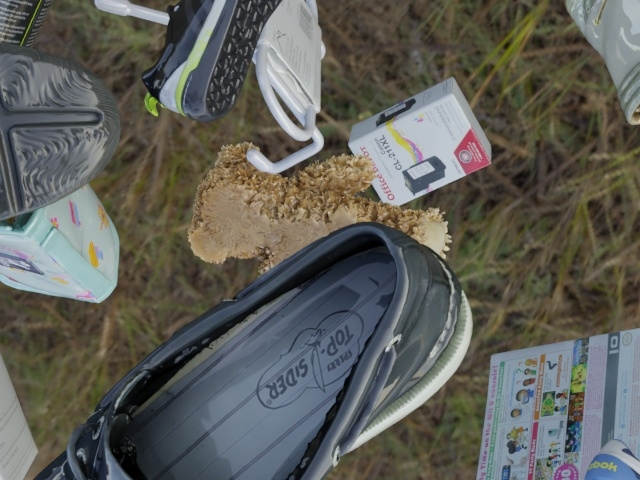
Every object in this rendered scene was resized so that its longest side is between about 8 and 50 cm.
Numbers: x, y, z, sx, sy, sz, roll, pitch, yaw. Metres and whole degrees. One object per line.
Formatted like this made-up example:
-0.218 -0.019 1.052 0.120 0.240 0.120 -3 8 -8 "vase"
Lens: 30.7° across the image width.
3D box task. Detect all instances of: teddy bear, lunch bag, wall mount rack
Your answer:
0.000 0.000 1.484 0.337 0.113 0.245 2 100 -6 "teddy bear"
-0.347 -0.052 1.309 0.262 0.160 0.223 49 173 26 "lunch bag"
-0.107 -0.254 1.380 0.130 0.350 0.304 -25 127 22 "wall mount rack"

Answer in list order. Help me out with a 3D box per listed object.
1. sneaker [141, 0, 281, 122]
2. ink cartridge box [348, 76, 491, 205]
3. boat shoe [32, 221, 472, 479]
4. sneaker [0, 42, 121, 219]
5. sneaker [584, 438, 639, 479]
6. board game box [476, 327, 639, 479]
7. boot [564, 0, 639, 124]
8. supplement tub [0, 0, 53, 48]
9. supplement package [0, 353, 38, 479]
-0.104 -0.225 1.103 0.097 0.235 0.084 21 173 26 "sneaker"
0.147 -0.140 1.719 0.175 0.072 0.127 -25 112 19 "ink cartridge box"
-0.067 0.111 0.587 0.127 0.340 0.113 54 177 24 "boat shoe"
-0.406 -0.094 1.141 0.447 0.257 0.169 -9 96 0 "sneaker"
0.260 0.202 0.872 0.144 0.059 0.053 36 142 -11 "sneaker"
0.349 0.238 1.457 0.303 0.224 0.097 -15 141 40 "board game box"
0.326 -0.226 1.064 0.077 0.165 0.213 4 144 -32 "boot"
-0.457 -0.325 1.534 0.193 0.193 0.316 32 109 3 "supplement tub"
-0.314 0.078 0.830 0.139 0.134 0.244 -19 96 -4 "supplement package"
